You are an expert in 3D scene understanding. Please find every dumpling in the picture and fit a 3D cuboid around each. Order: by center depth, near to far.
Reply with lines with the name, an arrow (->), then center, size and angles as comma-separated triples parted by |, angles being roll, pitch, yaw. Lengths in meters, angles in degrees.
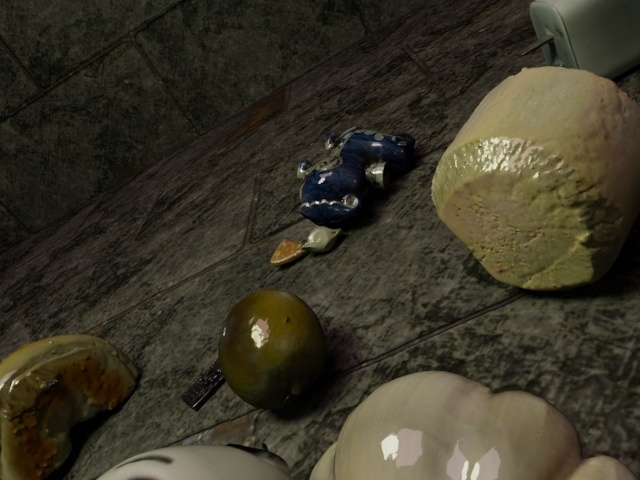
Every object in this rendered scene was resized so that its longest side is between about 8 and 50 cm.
dumpling -> 0.002, 0.002, 1.050 | 0.052, 0.057, 0.076 | 30, 73, 14

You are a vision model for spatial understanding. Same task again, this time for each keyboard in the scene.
keyboard -> -0.150, 0.195, 0.909 | 0.195, 0.018, 0.060 | -45, 25, -25

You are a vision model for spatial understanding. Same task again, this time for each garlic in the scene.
garlic -> 0.119, 0.188, 0.425 | 0.281, 0.185, 0.203 | -16, 8, 35

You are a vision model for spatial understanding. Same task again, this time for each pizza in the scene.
pizza -> -0.062, 0.023, 1.099 | 0.083, 0.025, 0.078 | -23, 31, 5

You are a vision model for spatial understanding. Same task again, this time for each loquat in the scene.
loquat -> -0.069, 0.142, 0.760 | 0.152, 0.152, 0.195 | -34, 38, -2

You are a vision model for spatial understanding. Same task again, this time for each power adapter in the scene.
power adapter -> 0.479, -0.374, 0.990 | 0.255, 0.187, 0.124 | -30, 25, 9

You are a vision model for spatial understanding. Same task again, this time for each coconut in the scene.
coconut -> 0.273, -0.083, 0.670 | 0.239, 0.239, 0.244 | -4, 38, 46

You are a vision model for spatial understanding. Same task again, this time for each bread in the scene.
bread -> -0.487, 0.281, 0.941 | 0.171, 0.192, 0.314 | -7, 36, 40

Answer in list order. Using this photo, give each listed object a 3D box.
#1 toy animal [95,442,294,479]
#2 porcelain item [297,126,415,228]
toy animal -> -0.075, 0.284, 0.340 | 0.251, 0.251, 0.310 | -31, 44, 5
porcelain item -> 0.076, -0.132, 1.116 | 0.186, 0.138, 0.288 | 4, 36, 26
